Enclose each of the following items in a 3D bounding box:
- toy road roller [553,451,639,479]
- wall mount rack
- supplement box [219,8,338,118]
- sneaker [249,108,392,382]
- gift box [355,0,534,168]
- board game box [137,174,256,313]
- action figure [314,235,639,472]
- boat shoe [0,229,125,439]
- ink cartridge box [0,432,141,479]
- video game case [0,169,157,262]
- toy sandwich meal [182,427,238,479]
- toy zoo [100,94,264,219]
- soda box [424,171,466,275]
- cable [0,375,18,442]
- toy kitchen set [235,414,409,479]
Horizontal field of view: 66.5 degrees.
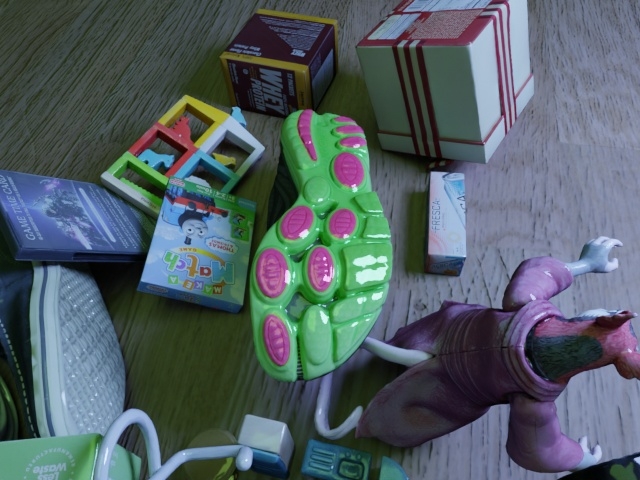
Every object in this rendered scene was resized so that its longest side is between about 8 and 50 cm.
[{"bbox_3d":[0.207,0.330,0.427,0.240,0.330,0.203,-18,53,5],"label":"toy road roller"},{"bbox_3d":[-0.122,0.329,0.399,0.130,0.304,0.350,-6,88,5],"label":"wall mount rack"},{"bbox_3d":[-0.082,-0.384,1.067,0.191,0.129,0.194,15,56,14],"label":"supplement box"},{"bbox_3d":[0.000,0.000,0.737,0.185,0.202,0.483,8,46,-2],"label":"sneaker"},{"bbox_3d":[0.231,-0.307,0.920,0.276,0.258,0.255,22,58,42],"label":"gift box"},{"bbox_3d":[-0.196,0.004,0.811,0.160,0.039,0.212,17,53,-20],"label":"board game box"},{"bbox_3d":[0.176,0.114,0.540,0.275,0.370,0.248,10,68,-13],"label":"action figure"},{"bbox_3d":[-0.416,0.112,0.710,0.156,0.187,0.500,-31,53,-11],"label":"boat shoe"},{"bbox_3d":[-0.287,0.362,0.400,0.207,0.119,0.354,-6,54,-1],"label":"ink cartridge box"},{"bbox_3d":[-0.369,-0.035,0.788,0.274,0.026,0.196,4,36,-53],"label":"video game case"},{"bbox_3d":[-0.142,0.293,0.649,0.085,0.029,0.086,-4,51,5],"label":"toy sandwich meal"},{"bbox_3d":[-0.239,-0.159,0.932,0.192,0.030,0.293,33,59,-2],"label":"toy zoo"},{"bbox_3d":[0.213,-0.032,0.837,0.062,0.058,0.183,5,55,8],"label":"soda box"},{"bbox_3d":[-0.494,0.194,0.603,0.089,0.257,0.257,-35,43,-13],"label":"cable"},{"bbox_3d":[-0.005,0.319,0.560,0.207,0.122,0.166,9,55,10],"label":"toy kitchen set"}]
